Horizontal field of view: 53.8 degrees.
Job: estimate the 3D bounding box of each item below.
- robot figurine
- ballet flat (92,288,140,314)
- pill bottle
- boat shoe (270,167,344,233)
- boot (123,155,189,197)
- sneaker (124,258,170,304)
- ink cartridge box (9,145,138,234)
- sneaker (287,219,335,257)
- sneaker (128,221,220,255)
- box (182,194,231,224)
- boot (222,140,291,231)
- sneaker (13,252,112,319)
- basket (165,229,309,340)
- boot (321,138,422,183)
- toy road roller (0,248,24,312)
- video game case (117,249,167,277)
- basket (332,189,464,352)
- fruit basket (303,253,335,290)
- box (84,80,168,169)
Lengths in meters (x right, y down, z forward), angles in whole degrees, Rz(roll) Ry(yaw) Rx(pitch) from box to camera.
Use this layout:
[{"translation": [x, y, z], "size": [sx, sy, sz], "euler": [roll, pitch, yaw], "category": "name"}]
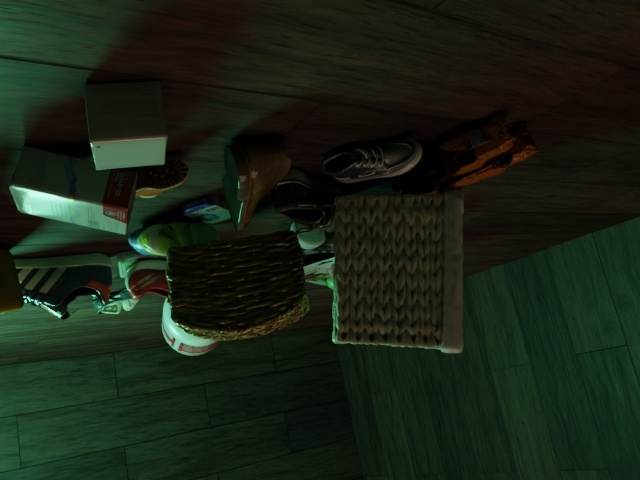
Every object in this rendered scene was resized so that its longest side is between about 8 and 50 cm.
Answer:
[{"translation": [0.291, -0.163, 1.329], "size": [0.291, 0.085, 0.211], "euler": [-23, 162, 36], "category": "robot figurine"}, {"translation": [-0.645, 0.199, 2.044], "size": [0.203, 0.074, 0.074], "euler": [-15, 166, 13], "category": "ballet flat"}, {"translation": [-0.413, 0.252, 2.116], "size": [0.229, 0.229, 0.407], "euler": [-7, 166, -17], "category": "pill bottle"}, {"translation": [-0.019, -0.072, 1.395], "size": [0.113, 0.105, 0.306], "euler": [-15, 166, 16], "category": "boat shoe"}, {"translation": [-0.292, -0.110, 1.131], "size": [0.158, 0.059, 0.084], "euler": [-8, 172, 21], "category": "boot"}, {"translation": [-0.390, 0.115, 1.709], "size": [0.279, 0.118, 0.107], "euler": [-2, 165, -34], "category": "sneaker"}, {"translation": [-0.394, -0.078, 1.023], "size": [0.175, 0.072, 0.127], "euler": [13, 160, -15], "category": "ink cartridge box"}, {"translation": [0.000, 0.000, 1.727], "size": [0.269, 0.101, 0.153], "euler": [7, 158, -38], "category": "sneaker"}, {"translation": [-0.348, -0.004, 1.489], "size": [0.126, 0.091, 0.240], "euler": [2, 175, 31], "category": "sneaker"}, {"translation": [-0.241, -0.068, 1.395], "size": [0.081, 0.028, 0.136], "euler": [-16, 163, 18], "category": "box"}, {"translation": [-0.125, -0.100, 1.218], "size": [0.115, 0.112, 0.305], "euler": [-19, 167, -18], "category": "boot"}, {"translation": [-0.688, 0.124, 1.541], "size": [0.350, 0.148, 0.131], "euler": [-7, 166, -18], "category": "sneaker"}, {"translation": [-0.177, 0.120, 1.421], "size": [0.299, 0.213, 0.223], "euler": [-9, 164, -6], "category": "basket"}, {"translation": [0.098, -0.155, 1.229], "size": [0.190, 0.069, 0.086], "euler": [-17, 168, 27], "category": "boot"}, {"translation": [-0.721, 0.089, 1.295], "size": [0.329, 0.202, 0.241], "euler": [-17, 178, 42], "category": "toy road roller"}, {"translation": [-0.452, 0.057, 1.728], "size": [0.193, 0.023, 0.212], "euler": [-7, 166, -18], "category": "video game case"}, {"translation": [0.173, 0.076, 1.389], "size": [0.266, 0.331, 0.328], "euler": [-1, 174, 8], "category": "basket"}, {"translation": [0.106, 0.118, 2.153], "size": [0.327, 0.165, 0.353], "euler": [-21, 160, 33], "category": "fruit basket"}, {"translation": [-0.269, -0.158, 0.875], "size": [0.101, 0.087, 0.102], "euler": [-7, 165, -17], "category": "box"}]
